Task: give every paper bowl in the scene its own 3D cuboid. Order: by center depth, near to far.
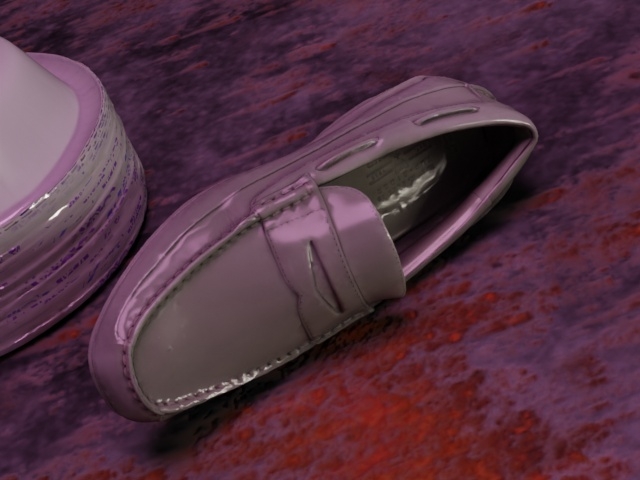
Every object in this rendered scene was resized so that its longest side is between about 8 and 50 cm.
[{"bbox_3d":[-0.277,-0.041,1.231,0.284,0.148,0.284,-16,35,11],"label":"paper bowl"}]

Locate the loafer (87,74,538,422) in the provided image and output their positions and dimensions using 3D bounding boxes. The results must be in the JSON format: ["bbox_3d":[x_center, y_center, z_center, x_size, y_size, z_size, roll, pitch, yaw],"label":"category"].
[{"bbox_3d":[0.000,0.000,1.050,0.319,0.112,0.111,-40,29,-26],"label":"loafer"}]
